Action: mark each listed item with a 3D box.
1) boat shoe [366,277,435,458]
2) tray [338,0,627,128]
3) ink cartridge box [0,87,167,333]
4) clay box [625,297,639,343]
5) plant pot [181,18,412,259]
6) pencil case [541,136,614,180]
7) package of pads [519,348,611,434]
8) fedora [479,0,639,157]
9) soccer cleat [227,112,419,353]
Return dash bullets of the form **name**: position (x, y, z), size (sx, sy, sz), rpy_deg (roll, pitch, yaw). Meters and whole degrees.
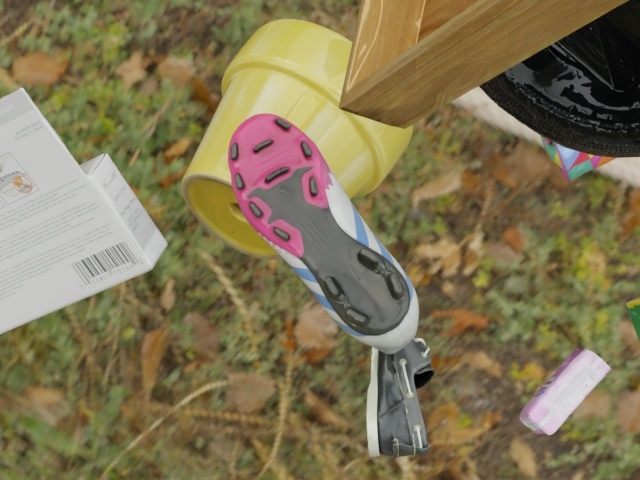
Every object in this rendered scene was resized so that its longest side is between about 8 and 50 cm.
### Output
- **boat shoe**: position (0.099, 0.147, 1.740), size (0.079, 0.084, 0.233), rpy_deg (-2, 63, 10)
- **tray**: position (0.138, -0.235, 1.140), size (0.076, 0.411, 0.202), rpy_deg (17, 76, -18)
- **ink cartridge box**: position (-0.372, -0.033, 1.727), size (0.261, 0.296, 0.066), rpy_deg (57, 29, -20)
- **clay box**: position (0.330, 0.064, 0.998), size (0.222, 0.053, 0.127), rpy_deg (-20, 89, -21)
- **plant pot**: position (-0.045, -0.113, 1.869), size (0.254, 0.254, 0.239), rpy_deg (36, 63, -2)
- **pencil case**: position (0.384, -0.165, 1.800), size (0.236, 0.104, 0.104), rpy_deg (-29, 73, 7)
- **package of pads**: position (0.211, 0.132, 1.262), size (0.032, 0.050, 0.083), rpy_deg (43, 83, 0)
- **fedora**: position (0.280, -0.251, 1.402), size (0.334, 0.334, 0.152), rpy_deg (43, 37, 3)
- **soccer cleat**: position (0.000, 0.000, 1.693), size (0.116, 0.143, 0.331), rpy_deg (-34, 65, -2)
